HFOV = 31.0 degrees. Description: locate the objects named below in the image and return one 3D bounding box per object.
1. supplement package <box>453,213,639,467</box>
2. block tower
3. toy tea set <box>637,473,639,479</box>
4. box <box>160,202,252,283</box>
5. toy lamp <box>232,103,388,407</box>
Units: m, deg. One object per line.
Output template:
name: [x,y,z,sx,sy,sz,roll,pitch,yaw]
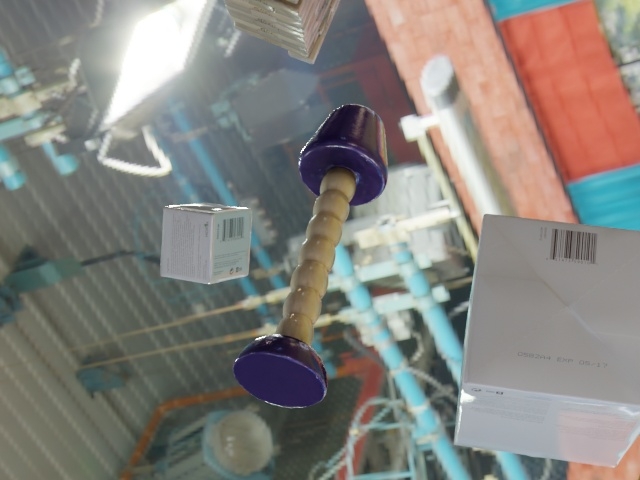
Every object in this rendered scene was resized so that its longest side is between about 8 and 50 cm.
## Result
supplement package: [0.263,0.120,1.306,0.263,0.199,0.198,80,-162,-66]
block tower: [-0.044,-0.270,1.093,0.335,0.097,0.091,64,-130,-79]
toy tea set: [0.255,0.144,0.595,0.200,0.336,0.124,62,172,-2]
box: [-0.159,0.002,1.609,0.101,0.087,0.102,-11,-72,-61]
toy lamp: [0.000,0.000,0.916,0.080,0.080,0.275,55,-140,-36]
